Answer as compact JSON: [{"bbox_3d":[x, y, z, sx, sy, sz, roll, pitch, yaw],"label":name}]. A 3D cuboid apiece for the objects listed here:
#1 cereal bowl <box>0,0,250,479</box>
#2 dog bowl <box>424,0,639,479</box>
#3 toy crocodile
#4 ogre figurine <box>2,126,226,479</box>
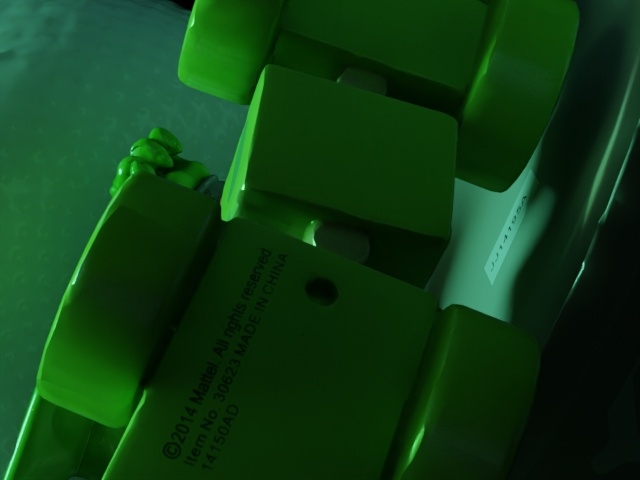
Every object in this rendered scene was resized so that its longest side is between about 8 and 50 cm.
[{"bbox_3d":[-0.103,0.058,0.700,0.141,0.339,0.339,32,105,38],"label":"cereal bowl"},{"bbox_3d":[0.101,-0.015,0.558,0.349,0.102,0.349,-160,90,-82],"label":"dog bowl"},{"bbox_3d":[0.000,0.000,0.430,0.105,0.115,0.340,112,176,-48],"label":"toy crocodile"},{"bbox_3d":[-0.041,0.060,0.524,0.197,0.118,0.097,-77,7,-52],"label":"ogre figurine"}]
